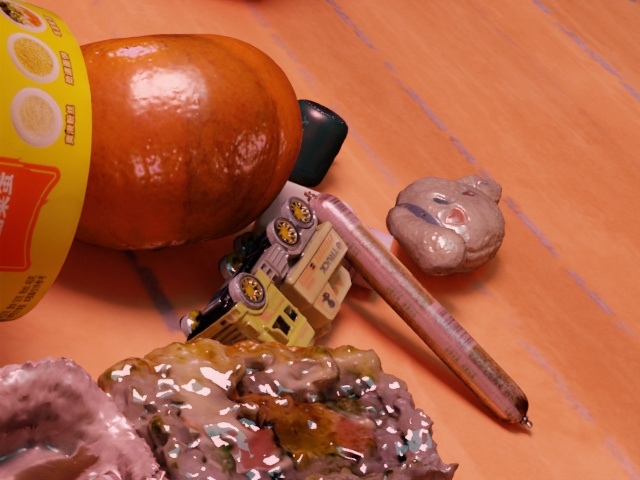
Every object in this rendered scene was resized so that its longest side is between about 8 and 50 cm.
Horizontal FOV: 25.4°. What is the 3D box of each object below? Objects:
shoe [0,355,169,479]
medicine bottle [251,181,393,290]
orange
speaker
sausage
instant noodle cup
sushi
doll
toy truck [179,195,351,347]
[{"bbox_3d":[-0.101,0.216,0.725,0.351,0.198,0.172,32,36,19],"label":"shoe"},{"bbox_3d":[0.000,0.000,1.233,0.118,0.055,0.074,19,36,-1],"label":"medicine bottle"},{"bbox_3d":[-0.131,-0.077,1.147,0.240,0.171,0.240,-7,5,1],"label":"orange"},{"bbox_3d":[-0.011,-0.094,1.353,0.060,0.075,0.094,30,8,0],"label":"speaker"},{"bbox_3d":[0.079,0.054,1.166,0.269,0.033,0.033,46,38,11],"label":"sausage"},{"bbox_3d":[-0.305,-0.065,0.965,0.221,0.311,0.311,6,34,-36],"label":"instant noodle cup"},{"bbox_3d":[-0.020,0.152,0.916,0.274,0.139,0.184,-3,37,-32],"label":"sushi"},{"bbox_3d":[0.117,-0.016,1.306,0.103,0.072,0.214,22,25,13],"label":"doll"},{"bbox_3d":[-0.031,0.046,1.118,0.100,0.077,0.169,45,36,-11],"label":"toy truck"}]
